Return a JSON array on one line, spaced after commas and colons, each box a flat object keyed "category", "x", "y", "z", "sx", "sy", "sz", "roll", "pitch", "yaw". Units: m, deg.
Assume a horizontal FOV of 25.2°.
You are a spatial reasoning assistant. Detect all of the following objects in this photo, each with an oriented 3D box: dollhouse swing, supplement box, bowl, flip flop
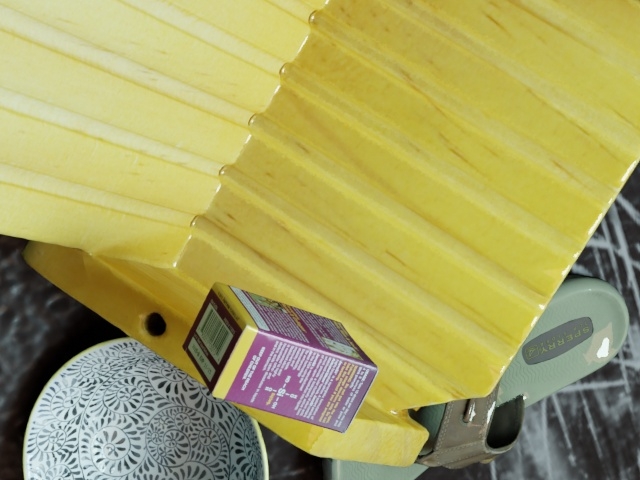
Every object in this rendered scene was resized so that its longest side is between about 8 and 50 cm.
[{"category": "dollhouse swing", "x": -0.004, "y": -0.075, "z": 0.758, "sx": 0.347, "sy": 0.315, "sz": 0.305, "roll": -58, "pitch": 169, "yaw": 7}, {"category": "supplement box", "x": -0.021, "y": 0.061, "z": 0.741, "sx": 0.083, "sy": 0.055, "sz": 0.043, "roll": 20, "pitch": 104, "yaw": -28}, {"category": "bowl", "x": -0.102, "y": 0.143, "z": 0.943, "sx": 0.170, "sy": 0.170, "sz": 0.080, "roll": -64, "pitch": 167, "yaw": 11}, {"category": "flip flop", "x": 0.124, "y": 0.117, "z": 1.065, "sx": 0.277, "sy": 0.080, "sz": 0.112, "roll": -25, "pitch": 122, "yaw": -16}]
